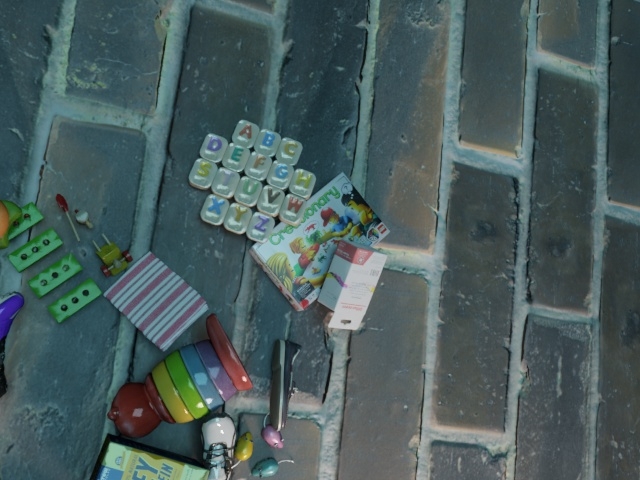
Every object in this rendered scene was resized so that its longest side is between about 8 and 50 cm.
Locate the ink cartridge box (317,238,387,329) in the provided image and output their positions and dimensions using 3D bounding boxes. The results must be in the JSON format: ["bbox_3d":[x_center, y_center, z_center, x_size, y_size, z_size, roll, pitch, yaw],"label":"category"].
[{"bbox_3d":[0.068,0.106,1.653,0.115,0.067,0.198,14,100,-46],"label":"ink cartridge box"}]

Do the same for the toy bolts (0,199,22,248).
[{"bbox_3d":[-0.733,0.003,1.366,0.218,0.158,0.229,18,86,3],"label":"toy bolts"}]

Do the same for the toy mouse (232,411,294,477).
[{"bbox_3d":[-0.119,0.478,1.584,0.143,0.031,0.161,28,73,-13],"label":"toy mouse"}]

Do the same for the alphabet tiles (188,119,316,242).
[{"bbox_3d":[-0.159,-0.144,1.657,0.283,0.021,0.278,21,69,-4],"label":"alphabet tiles"}]

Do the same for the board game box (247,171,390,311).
[{"bbox_3d":[0.000,0.000,1.698,0.305,0.053,0.193,-41,94,-21],"label":"board game box"}]

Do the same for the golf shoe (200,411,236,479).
[{"bbox_3d":[-0.213,0.453,1.478,0.077,0.094,0.198,-3,119,-12],"label":"golf shoe"}]

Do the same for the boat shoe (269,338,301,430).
[{"bbox_3d":[-0.074,0.330,1.601,0.064,0.075,0.206,10,69,-22],"label":"boat shoe"}]

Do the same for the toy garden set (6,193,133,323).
[{"bbox_3d":[-0.549,0.022,1.509,0.203,0.049,0.244,-37,93,-19],"label":"toy garden set"}]

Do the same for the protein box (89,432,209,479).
[{"bbox_3d":[-0.354,0.489,1.411,0.201,0.200,0.136,21,74,-14],"label":"protein box"}]

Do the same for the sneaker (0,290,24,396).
[{"bbox_3d":[-0.674,0.243,1.404,0.146,0.102,0.293,41,75,-13],"label":"sneaker"}]

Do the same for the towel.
[{"bbox_3d":[-0.361,0.131,1.538,0.197,0.029,0.144,39,68,15],"label":"towel"}]

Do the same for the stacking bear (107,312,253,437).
[{"bbox_3d":[-0.305,0.312,1.484,0.288,0.175,0.164,-28,58,-10],"label":"stacking bear"}]
